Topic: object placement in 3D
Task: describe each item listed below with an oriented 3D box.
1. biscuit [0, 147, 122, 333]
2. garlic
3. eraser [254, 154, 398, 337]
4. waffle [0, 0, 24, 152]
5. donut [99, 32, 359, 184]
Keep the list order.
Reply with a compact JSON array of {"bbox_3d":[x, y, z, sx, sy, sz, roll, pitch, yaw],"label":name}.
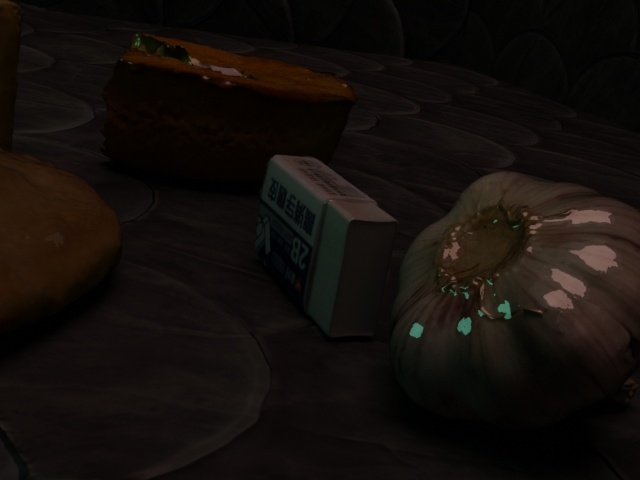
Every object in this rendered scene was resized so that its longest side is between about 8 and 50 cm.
[{"bbox_3d":[-0.395,-0.025,0.809,0.429,0.104,0.446,19,21,25],"label":"biscuit"},{"bbox_3d":[0.198,0.076,0.777,0.253,0.245,0.245,46,-1,-31],"label":"garlic"},{"bbox_3d":[0.000,0.000,0.923,0.068,0.124,0.210,3,19,-25],"label":"eraser"},{"bbox_3d":[-0.473,-0.204,1.115,0.248,0.221,0.055,19,20,25],"label":"waffle"},{"bbox_3d":[-0.138,-0.192,1.380,0.377,0.163,0.435,11,16,-4],"label":"donut"}]
